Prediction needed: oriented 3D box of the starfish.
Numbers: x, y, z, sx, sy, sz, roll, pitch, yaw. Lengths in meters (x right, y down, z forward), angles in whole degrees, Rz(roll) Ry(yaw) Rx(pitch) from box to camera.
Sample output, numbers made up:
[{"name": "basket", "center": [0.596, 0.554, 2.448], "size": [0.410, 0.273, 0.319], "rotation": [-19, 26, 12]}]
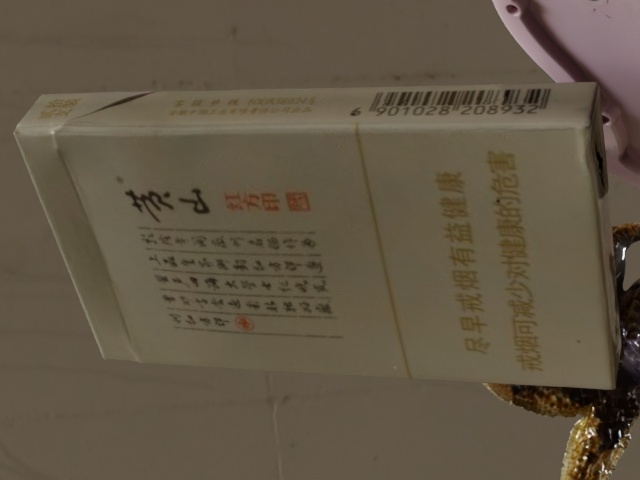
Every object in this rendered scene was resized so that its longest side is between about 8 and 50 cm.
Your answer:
[{"name": "starfish", "center": [0.218, 0.098, 0.985], "size": [0.216, 0.071, 0.238], "rotation": [20, -111, -10]}]

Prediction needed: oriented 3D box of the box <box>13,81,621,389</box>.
[{"name": "box", "center": [0.000, 0.000, 0.821], "size": [0.365, 0.205, 0.051], "rotation": [1, -141, 20]}]

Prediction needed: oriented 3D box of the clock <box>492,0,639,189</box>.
[{"name": "clock", "center": [0.240, -0.133, 0.715], "size": [0.290, 0.275, 0.080], "rotation": [11, -124, 43]}]
